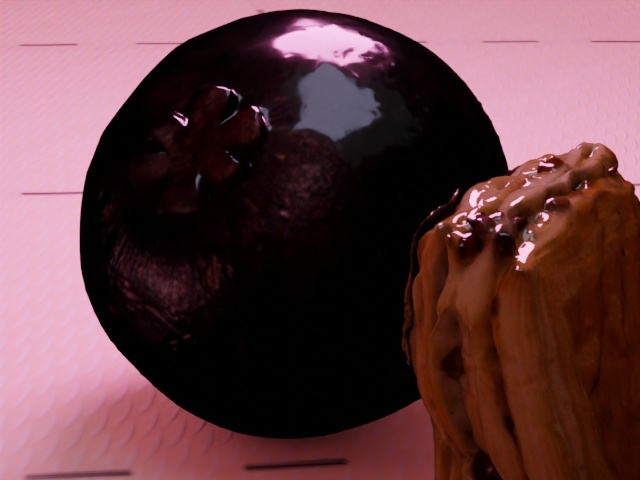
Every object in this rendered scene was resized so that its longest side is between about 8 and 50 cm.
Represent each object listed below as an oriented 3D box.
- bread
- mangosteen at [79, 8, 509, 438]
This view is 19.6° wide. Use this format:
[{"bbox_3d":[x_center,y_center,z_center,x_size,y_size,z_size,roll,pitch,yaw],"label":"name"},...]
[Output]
[{"bbox_3d":[0.165,0.112,1.382,0.167,0.324,0.277,-14,9,29],"label":"bread"},{"bbox_3d":[0.000,0.000,1.612,0.382,0.382,0.435,16,-10,33],"label":"mangosteen"}]
